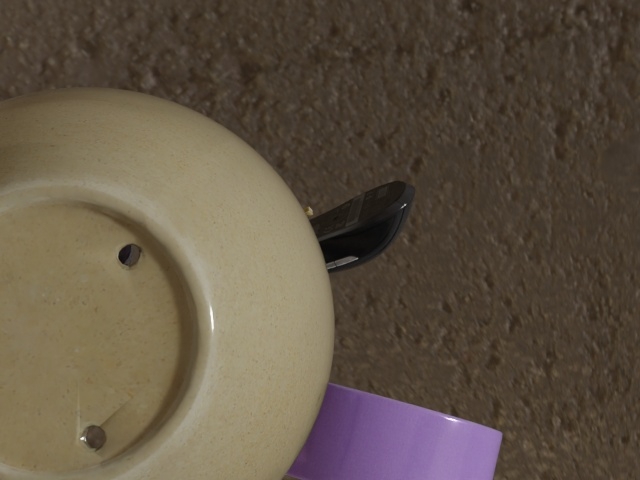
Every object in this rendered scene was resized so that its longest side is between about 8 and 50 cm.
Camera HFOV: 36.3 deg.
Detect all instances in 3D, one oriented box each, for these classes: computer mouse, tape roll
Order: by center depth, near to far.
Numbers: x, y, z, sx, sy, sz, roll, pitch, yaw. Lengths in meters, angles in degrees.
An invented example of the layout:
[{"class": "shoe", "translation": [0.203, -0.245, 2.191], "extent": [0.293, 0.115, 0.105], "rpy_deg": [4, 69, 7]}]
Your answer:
[{"class": "tape roll", "translation": [0.036, 0.198, 0.969], "extent": [0.275, 0.275, 0.090], "rpy_deg": [11, 80, 22]}, {"class": "computer mouse", "translation": [0.000, 0.000, 1.132], "extent": [0.262, 0.060, 0.184], "rpy_deg": [-26, 18, 14]}]

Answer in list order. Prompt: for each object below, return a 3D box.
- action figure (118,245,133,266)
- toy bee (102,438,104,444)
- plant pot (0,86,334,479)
[{"class": "action figure", "translation": [-0.256, 0.034, 1.177], "extent": [0.099, 0.285, 0.185], "rpy_deg": [19, 37, 22]}, {"class": "toy bee", "translation": [-0.159, 0.194, 0.954], "extent": [0.298, 0.162, 0.195], "rpy_deg": [1, 77, 60]}, {"class": "plant pot", "translation": [-0.122, 0.047, 0.499], "extent": [0.284, 0.191, 0.284], "rpy_deg": [0, 87, -7]}]
